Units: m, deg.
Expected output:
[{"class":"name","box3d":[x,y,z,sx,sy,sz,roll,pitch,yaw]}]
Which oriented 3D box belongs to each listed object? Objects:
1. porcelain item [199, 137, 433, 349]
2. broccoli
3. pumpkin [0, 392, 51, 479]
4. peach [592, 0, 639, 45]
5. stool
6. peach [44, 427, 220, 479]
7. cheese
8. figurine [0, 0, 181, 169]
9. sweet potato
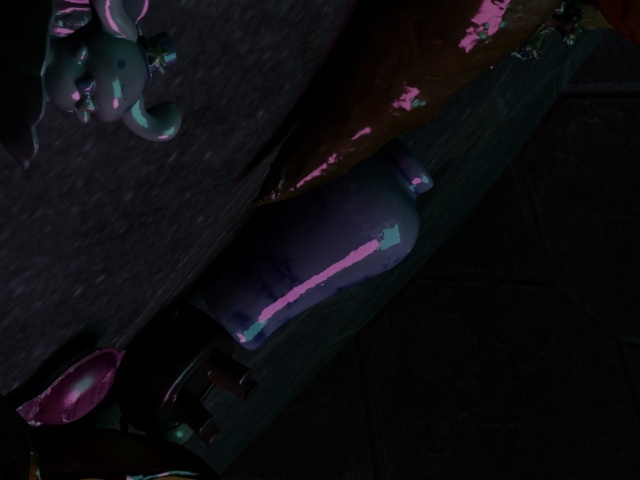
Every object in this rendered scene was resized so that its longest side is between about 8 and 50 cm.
[{"class":"porcelain item","box3d":[0.000,0.000,1.046,0.259,0.141,0.141,-41,171,2]},{"class":"broccoli","box3d":[0.269,-0.269,1.138,0.167,0.160,0.154,58,45,-69]},{"class":"pumpkin","box3d":[-0.245,0.172,0.520,0.238,0.159,0.237,18,90,-78]},{"class":"peach","box3d":[0.387,-0.345,0.959,0.373,0.290,0.372,-43,167,-12]},{"class":"stool","box3d":[-0.145,0.156,1.051,0.125,0.121,0.217,-42,163,-45]},{"class":"peach","box3d":[-0.197,0.236,1.040,0.279,0.189,0.068,104,-15,-68]},{"class":"cheese","box3d":[-0.219,0.130,0.840,0.145,0.038,0.095,-30,158,-47]},{"class":"figurine","box3d":[-0.097,-0.079,0.424,0.086,0.082,0.094,-13,143,-37]},{"class":"sweet potato","box3d":[0.089,-0.173,0.819,0.422,0.130,0.130,-45,174,34]}]
